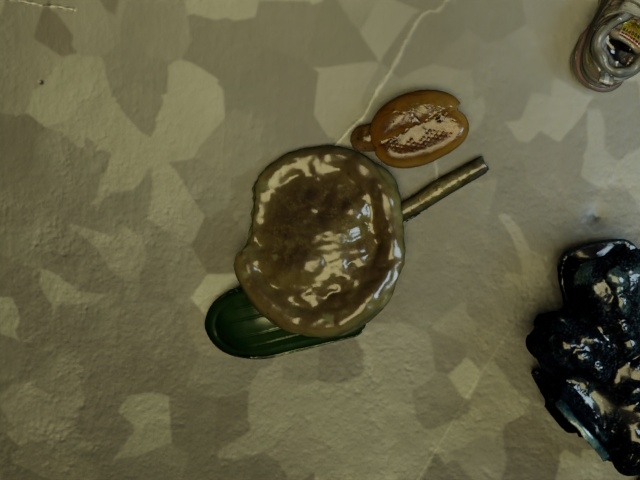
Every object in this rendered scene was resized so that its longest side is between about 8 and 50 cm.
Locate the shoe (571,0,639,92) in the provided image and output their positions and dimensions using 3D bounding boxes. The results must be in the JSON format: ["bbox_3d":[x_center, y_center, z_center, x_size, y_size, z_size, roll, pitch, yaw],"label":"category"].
[{"bbox_3d":[0.363,-0.256,1.574,0.089,0.092,0.180,30,102,-4],"label":"shoe"}]

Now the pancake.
[{"bbox_3d":[0.000,0.000,1.646,0.222,0.042,0.236,31,88,13],"label":"pancake"}]

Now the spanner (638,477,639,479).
[{"bbox_3d":[0.562,0.351,1.738,0.325,0.026,0.093,10,102,-1],"label":"spanner"}]

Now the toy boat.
[{"bbox_3d":[-0.045,0.092,1.693,0.210,0.052,0.104,-15,104,7],"label":"toy boat"}]

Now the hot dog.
[{"bbox_3d":[0.108,-0.132,1.634,0.140,0.060,0.090,-26,96,1],"label":"hot dog"}]

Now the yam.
[{"bbox_3d":[0.106,-0.035,1.668,0.234,0.027,0.029,-32,75,9],"label":"yam"}]

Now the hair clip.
[{"bbox_3d":[0.370,0.160,1.625,0.206,0.194,0.310,-36,97,3],"label":"hair clip"}]
